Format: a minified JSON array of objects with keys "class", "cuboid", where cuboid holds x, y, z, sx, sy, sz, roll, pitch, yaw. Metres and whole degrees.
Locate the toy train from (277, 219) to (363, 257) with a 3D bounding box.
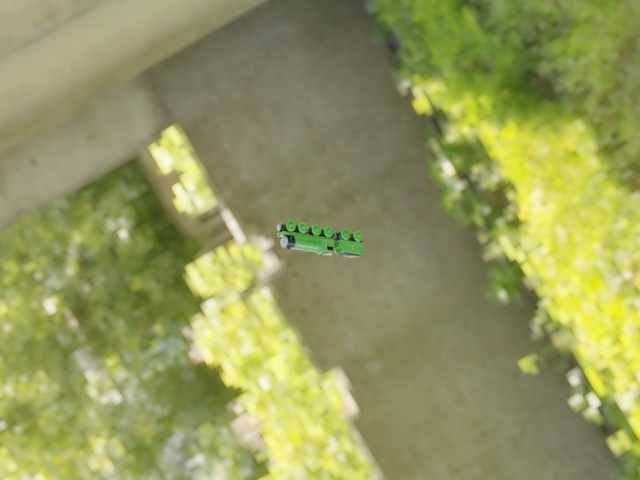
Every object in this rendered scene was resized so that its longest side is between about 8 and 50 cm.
[{"class":"toy train","cuboid":[0.000,0.000,1.548,0.017,0.083,0.023,-18,69,54]}]
